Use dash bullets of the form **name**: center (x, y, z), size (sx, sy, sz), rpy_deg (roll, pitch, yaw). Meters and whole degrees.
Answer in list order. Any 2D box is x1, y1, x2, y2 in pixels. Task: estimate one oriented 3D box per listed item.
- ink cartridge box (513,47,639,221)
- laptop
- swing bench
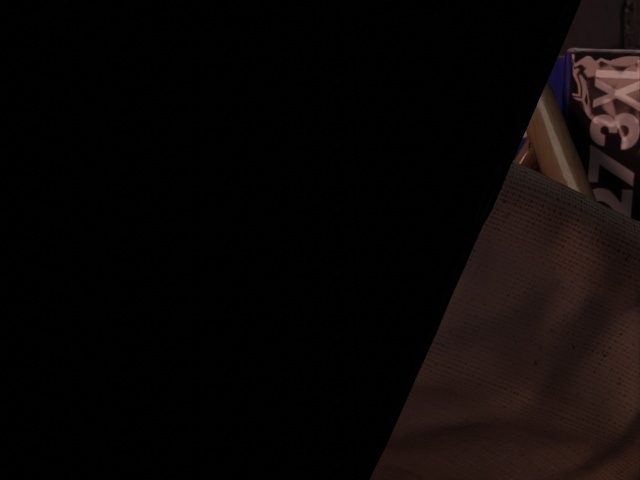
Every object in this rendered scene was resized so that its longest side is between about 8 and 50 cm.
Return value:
- **ink cartridge box**: center (0.206, 0.006, 0.798), size (0.371, 0.176, 0.069), rpy_deg (6, 4, 36)
- **laptop**: center (-0.191, 0.033, 0.423), size (0.382, 0.236, 0.408), rpy_deg (-4, 2, -41)
- **swing bench**: center (0.000, 0.000, 0.692), size (0.253, 0.165, 0.255), rpy_deg (24, 14, -25)
